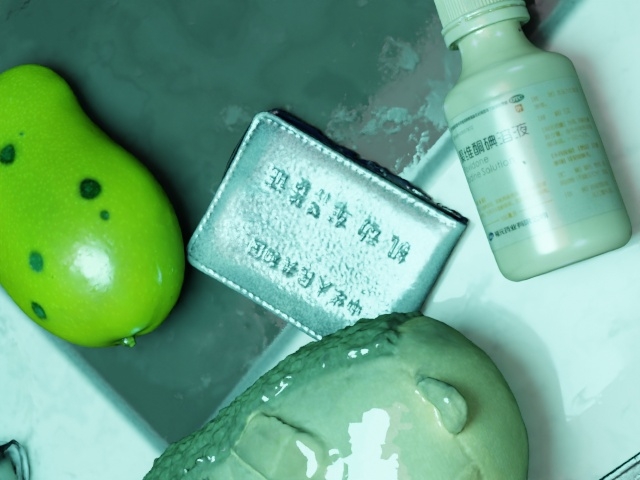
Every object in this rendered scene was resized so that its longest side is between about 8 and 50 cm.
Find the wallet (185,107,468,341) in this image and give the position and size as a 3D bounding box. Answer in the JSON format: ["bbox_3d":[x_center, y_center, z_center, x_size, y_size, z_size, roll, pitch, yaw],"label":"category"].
[{"bbox_3d":[-0.001,0.000,1.136,0.222,0.036,0.167,32,100,15],"label":"wallet"}]

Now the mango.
[{"bbox_3d":[-0.234,-0.031,1.166,0.175,0.143,0.293,-39,70,14],"label":"mango"}]

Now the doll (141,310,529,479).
[{"bbox_3d":[-0.001,0.207,1.037,0.349,0.247,0.247,-22,84,26],"label":"doll"}]

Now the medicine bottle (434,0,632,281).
[{"bbox_3d":[0.162,-0.099,1.039,0.114,0.114,0.252,-20,84,18],"label":"medicine bottle"}]

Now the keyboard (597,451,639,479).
[{"bbox_3d":[0.275,0.199,1.058,0.155,0.010,0.053,-38,78,15],"label":"keyboard"}]

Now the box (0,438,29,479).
[{"bbox_3d":[-0.455,0.294,1.257,0.370,0.112,0.190,-3,95,18],"label":"box"}]
